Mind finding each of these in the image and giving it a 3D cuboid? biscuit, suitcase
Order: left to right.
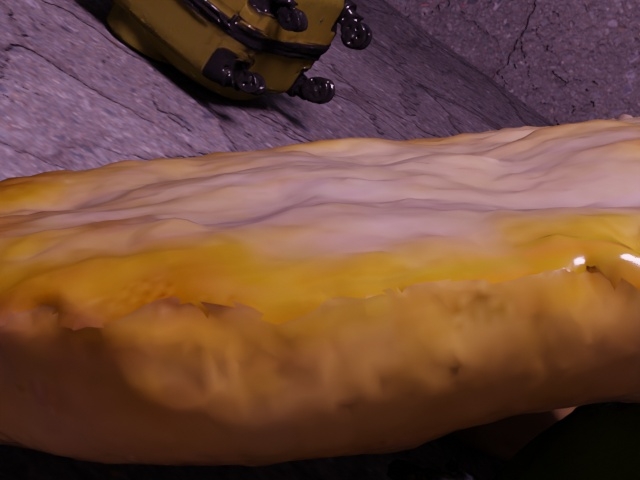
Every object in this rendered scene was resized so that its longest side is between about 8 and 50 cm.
[{"bbox_3d":[-0.094,-0.225,1.279,0.235,0.143,0.194,41,18,17],"label":"suitcase"},{"bbox_3d":[0.027,0.013,0.581,0.446,0.104,0.429,-9,10,-16],"label":"biscuit"}]

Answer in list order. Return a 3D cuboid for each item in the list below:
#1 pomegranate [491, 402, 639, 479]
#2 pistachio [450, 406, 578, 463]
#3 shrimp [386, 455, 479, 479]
[{"bbox_3d":[0.181,0.144,0.573,0.236,0.236,0.302,36,43,5],"label":"pomegranate"},{"bbox_3d":[0.155,0.081,0.909,0.260,0.163,0.213,34,30,-54],"label":"pistachio"},{"bbox_3d":[0.145,0.132,0.763,0.195,0.148,0.035,31,-4,-4],"label":"shrimp"}]
